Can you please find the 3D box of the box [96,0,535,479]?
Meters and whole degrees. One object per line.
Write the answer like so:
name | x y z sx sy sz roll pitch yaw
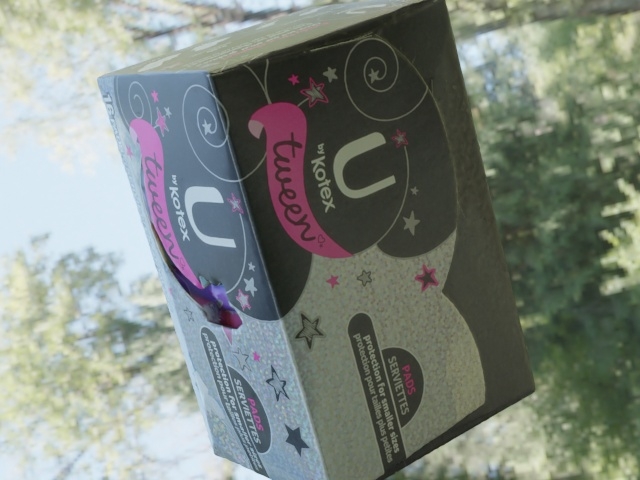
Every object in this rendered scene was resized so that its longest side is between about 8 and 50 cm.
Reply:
box | 0.000 0.000 0.714 0.163 0.142 0.247 -24 -73 -30
